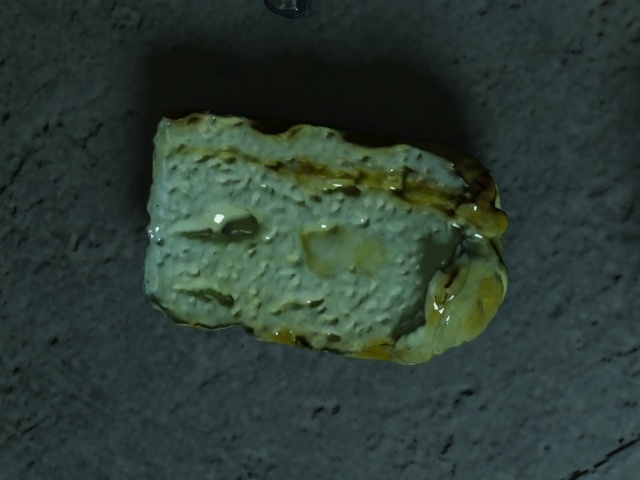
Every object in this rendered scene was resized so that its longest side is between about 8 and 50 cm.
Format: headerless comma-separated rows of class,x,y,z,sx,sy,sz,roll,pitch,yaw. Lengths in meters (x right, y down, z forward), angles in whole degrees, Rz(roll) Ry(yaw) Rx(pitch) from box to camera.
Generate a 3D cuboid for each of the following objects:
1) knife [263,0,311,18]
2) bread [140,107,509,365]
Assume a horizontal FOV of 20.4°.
knife,0.066,-0.209,1.012,0.245,0.019,0.072,-47,73,13
bread,0.000,0.000,1.002,0.232,0.088,0.128,10,83,30
